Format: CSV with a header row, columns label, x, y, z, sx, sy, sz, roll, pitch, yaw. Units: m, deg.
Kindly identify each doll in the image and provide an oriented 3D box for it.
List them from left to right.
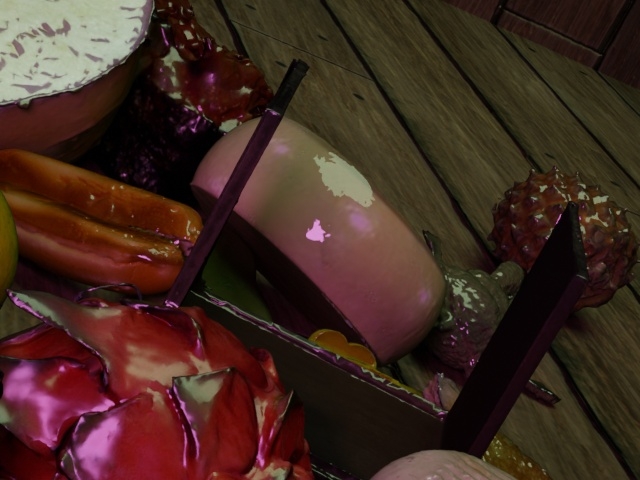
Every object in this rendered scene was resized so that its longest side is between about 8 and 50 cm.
label,x,y,z,sx,sy,sz,roll,pitch,yaw
doll,0.160,0.061,1.797,0.202,0.091,0.286,57,21,-21

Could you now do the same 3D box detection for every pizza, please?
label,x,y,z,sx,sy,sz,roll,pitch,yaw
pizza,0.132,0.193,1.419,0.185,0.052,0.195,7,44,-50

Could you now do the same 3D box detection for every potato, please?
label,x,y,z,sx,sy,sz,roll,pitch,yaw
potato,-0.311,-0.161,1.570,0.300,0.196,0.246,2,55,-21

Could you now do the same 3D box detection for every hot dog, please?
label,x,y,z,sx,sy,sz,roll,pitch,yaw
hot dog,-0.201,-0.010,1.434,0.250,0.068,0.100,19,40,29

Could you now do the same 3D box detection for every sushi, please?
label,x,y,z,sx,sy,sz,roll,pitch,yaw
sushi,-0.184,-0.172,1.780,0.343,0.182,0.196,42,16,29

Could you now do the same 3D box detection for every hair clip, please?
label,x,y,z,sx,sy,sz,roll,pitch,yaw
hair clip,0.038,0.125,1.469,0.173,0.072,0.046,25,7,-22

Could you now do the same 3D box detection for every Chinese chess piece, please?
label,x,y,z,sx,sy,sz,roll,pitch,yaw
Chinese chess piece,0.000,0.000,1.548,0.251,0.097,0.251,44,-9,9

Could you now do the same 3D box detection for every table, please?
label,x,y,z,sx,sy,sz,roll,pitch,yaw
table,0.016,0.062,1.262,0.251,0.282,0.196,29,17,-1

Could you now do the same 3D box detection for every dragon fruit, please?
label,x,y,z,sx,sy,sz,roll,pitch,yaw
dragon fruit,-0.128,0.121,1.049,0.274,0.192,0.193,23,14,-7

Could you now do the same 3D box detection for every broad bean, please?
label,x,y,z,sx,sy,sz,roll,pitch,yaw
broad bean,-0.100,0.040,1.476,0.124,0.082,0.174,19,20,-19

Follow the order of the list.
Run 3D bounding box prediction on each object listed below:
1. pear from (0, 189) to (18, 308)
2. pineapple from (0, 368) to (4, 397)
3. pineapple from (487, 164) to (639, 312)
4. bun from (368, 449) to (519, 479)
label,x,y,z,sx,sy,sz,roll,pitch,yaw
pear,-0.290,0.011,1.118,0.198,0.198,0.198,25,18,-9
pineapple,-0.339,0.069,0.888,0.272,0.262,0.262,24,14,29
pineapple,0.270,-0.007,2.035,0.166,0.166,0.193,12,24,-40
bun,0.090,0.249,1.106,0.231,0.133,0.231,29,39,-27
